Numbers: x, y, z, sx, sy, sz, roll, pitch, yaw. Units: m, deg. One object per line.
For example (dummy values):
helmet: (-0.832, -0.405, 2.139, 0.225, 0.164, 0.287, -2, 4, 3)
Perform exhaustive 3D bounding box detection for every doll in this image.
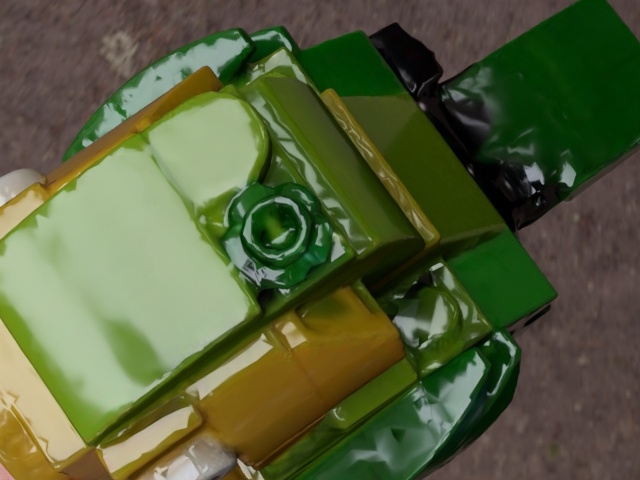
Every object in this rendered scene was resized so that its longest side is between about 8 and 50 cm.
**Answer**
doll: (-0.006, 0.005, 0.397, 0.134, 0.186, 0.106, -38, 80, 26)
